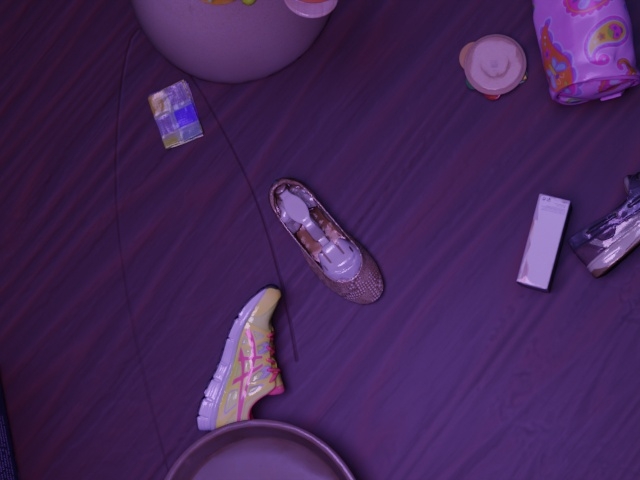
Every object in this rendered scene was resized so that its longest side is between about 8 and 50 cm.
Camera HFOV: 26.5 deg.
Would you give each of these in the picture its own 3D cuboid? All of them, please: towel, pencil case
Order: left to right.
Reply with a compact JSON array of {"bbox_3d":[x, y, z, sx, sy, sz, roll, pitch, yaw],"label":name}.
[{"bbox_3d":[-0.196,-0.170,1.837,0.060,0.009,0.083,-20,79,8],"label":"towel"},{"bbox_3d":[0.320,-0.316,1.699,0.124,0.124,0.284,-12,80,10],"label":"pencil case"}]

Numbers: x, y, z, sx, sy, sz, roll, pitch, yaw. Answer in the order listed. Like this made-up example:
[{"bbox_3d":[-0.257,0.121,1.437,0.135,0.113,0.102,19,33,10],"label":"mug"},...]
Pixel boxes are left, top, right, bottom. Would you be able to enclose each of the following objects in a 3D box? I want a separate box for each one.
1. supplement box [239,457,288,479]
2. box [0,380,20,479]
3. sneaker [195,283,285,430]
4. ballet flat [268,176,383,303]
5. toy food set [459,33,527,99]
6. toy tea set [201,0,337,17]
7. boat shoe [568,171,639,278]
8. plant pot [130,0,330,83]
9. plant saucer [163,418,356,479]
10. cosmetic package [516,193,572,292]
[{"bbox_3d":[-0.065,0.329,1.734,0.062,0.036,0.098,-8,82,11],"label":"supplement box"},{"bbox_3d":[-0.588,0.274,1.663,0.294,0.395,0.212,-15,80,10],"label":"box"},{"bbox_3d":[-0.082,0.158,1.745,0.094,0.081,0.208,21,94,6],"label":"sneaker"},{"bbox_3d":[0.000,0.000,1.746,0.073,0.067,0.206,-44,77,2],"label":"ballet flat"},{"bbox_3d":[0.224,-0.225,1.754,0.083,0.020,0.082,-20,80,8],"label":"toy food set"},{"bbox_3d":[-0.131,-0.351,1.619,0.336,0.124,0.200,40,62,16],"label":"toy tea set"},{"bbox_3d":[0.398,-0.051,1.667,0.223,0.080,0.073,-46,82,7],"label":"boat shoe"},{"bbox_3d":[-0.133,-0.361,1.757,0.284,0.191,0.284,-1,83,11],"label":"plant pot"},{"bbox_3d":[-0.073,0.361,1.692,0.278,0.041,0.277,-1,84,12],"label":"plant saucer"},{"bbox_3d":[0.279,0.004,1.695,0.041,0.060,0.115,15,85,14],"label":"cosmetic package"}]
